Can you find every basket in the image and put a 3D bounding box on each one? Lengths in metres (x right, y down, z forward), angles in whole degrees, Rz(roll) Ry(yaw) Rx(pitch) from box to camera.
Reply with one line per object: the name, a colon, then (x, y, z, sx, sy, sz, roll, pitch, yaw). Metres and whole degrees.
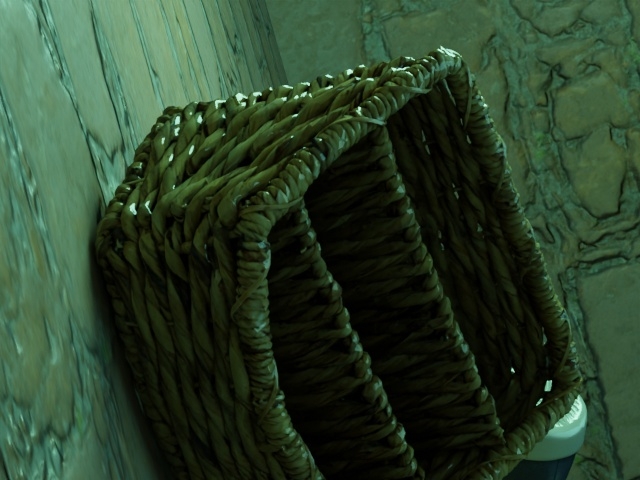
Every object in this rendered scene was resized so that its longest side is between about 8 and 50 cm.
basket: (0.019, 0.059, 1.230, 0.213, 0.223, 0.299, -68, 143, -53)

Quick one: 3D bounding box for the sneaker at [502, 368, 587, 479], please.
sneaker: (0.100, 0.138, 1.719, 0.350, 0.131, 0.148, 47, -46, 51)
